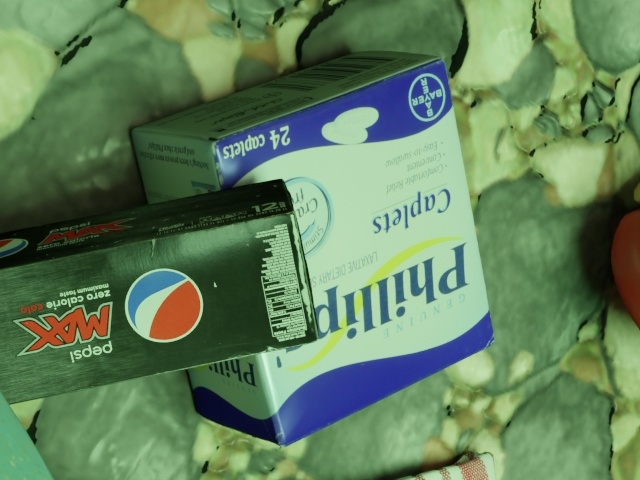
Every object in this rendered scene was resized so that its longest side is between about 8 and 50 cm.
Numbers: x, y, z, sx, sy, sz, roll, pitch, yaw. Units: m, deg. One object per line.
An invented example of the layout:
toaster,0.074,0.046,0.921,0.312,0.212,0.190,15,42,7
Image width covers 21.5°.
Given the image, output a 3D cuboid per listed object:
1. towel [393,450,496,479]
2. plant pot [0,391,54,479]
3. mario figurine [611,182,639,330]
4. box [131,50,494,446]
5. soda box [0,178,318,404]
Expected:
towel,0.013,0.187,0.801,0.197,0.029,0.144,-10,101,-36
plant pot,-0.205,0.143,0.492,0.248,0.247,0.252,29,48,-35
mario figurine,0.276,-0.050,0.861,0.320,0.198,0.170,-44,132,-28
box,0.000,0.000,0.735,0.126,0.072,0.137,-23,110,-31
soda box,-0.089,0.023,0.636,0.169,0.060,0.053,-11,106,-3
